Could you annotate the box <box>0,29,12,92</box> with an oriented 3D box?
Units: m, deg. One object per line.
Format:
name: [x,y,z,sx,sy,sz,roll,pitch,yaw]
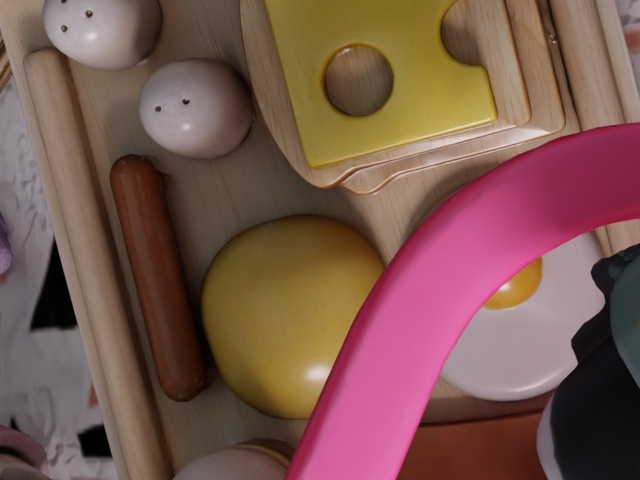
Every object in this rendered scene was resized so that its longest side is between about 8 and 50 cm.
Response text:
box: [-0.242,-0.124,0.799,0.201,0.021,0.164,52,119,25]

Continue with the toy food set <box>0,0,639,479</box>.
toy food set: [0.005,-0.002,0.486,0.220,0.092,0.306,-14,91,11]

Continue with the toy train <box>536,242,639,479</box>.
toy train: [0.177,0.011,0.274,0.334,0.142,0.190,-49,55,38]

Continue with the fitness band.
fitness band: [0.086,0.109,0.427,0.209,0.054,0.290,22,88,0]

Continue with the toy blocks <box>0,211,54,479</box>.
toy blocks: [-0.218,0.101,0.611,0.260,0.289,0.308,19,99,45]

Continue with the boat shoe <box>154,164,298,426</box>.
boat shoe: [-0.004,0.000,0.570,0.095,0.095,0.257,8,94,32]
